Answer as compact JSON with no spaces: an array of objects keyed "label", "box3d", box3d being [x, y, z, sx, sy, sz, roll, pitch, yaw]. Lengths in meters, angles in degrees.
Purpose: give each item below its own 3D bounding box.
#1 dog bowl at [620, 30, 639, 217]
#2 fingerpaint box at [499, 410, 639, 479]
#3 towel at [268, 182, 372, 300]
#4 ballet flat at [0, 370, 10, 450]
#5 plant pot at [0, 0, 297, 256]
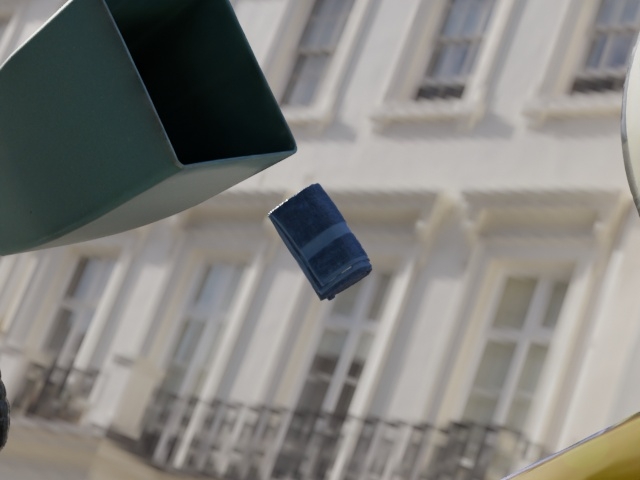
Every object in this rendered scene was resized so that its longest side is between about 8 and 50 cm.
[{"label":"dog bowl","box3d":[0.431,-0.098,1.288,0.408,0.408,0.150,19,-18,4]},{"label":"fingerpaint box","box3d":[0.224,0.323,0.645,0.163,0.371,0.445,-29,-52,17]},{"label":"towel","box3d":[0.000,0.000,1.855,0.119,0.067,0.029,58,6,26]},{"label":"ballet flat","box3d":[-0.229,0.066,1.125,0.057,0.049,0.173,-2,-61,-1]},{"label":"plant pot","box3d":[-0.180,-0.086,1.473,0.234,0.165,0.166,-31,-10,31]}]
